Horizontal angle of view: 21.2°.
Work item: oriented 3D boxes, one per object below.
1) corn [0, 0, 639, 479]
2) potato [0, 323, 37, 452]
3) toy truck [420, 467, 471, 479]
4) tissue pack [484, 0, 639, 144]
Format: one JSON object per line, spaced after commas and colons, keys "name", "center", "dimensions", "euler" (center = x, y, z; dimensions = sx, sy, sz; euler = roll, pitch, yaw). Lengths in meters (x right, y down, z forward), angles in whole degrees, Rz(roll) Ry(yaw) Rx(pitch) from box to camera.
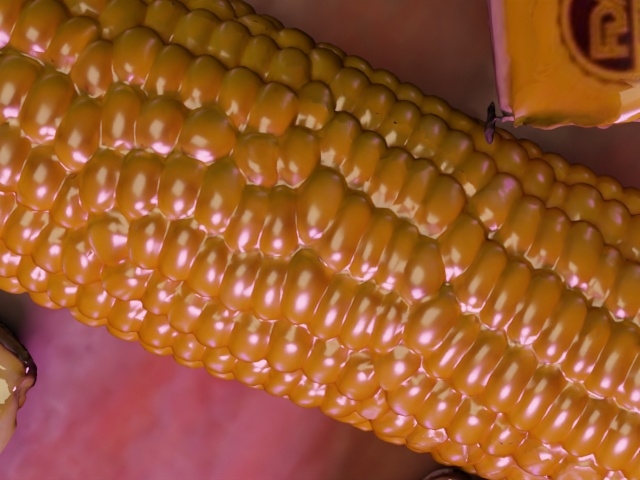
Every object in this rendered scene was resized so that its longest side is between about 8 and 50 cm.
{"name": "corn", "center": [0.000, 0.000, 0.478], "dimensions": [0.305, 0.106, 0.106], "euler": [25, 99, 1]}
{"name": "potato", "center": [-0.176, 0.079, 0.537], "dimensions": [0.198, 0.054, 0.119], "euler": [-40, 90, 5]}
{"name": "toy truck", "center": [0.080, 0.158, 0.492], "dimensions": [0.192, 0.092, 0.083], "euler": [43, 100, 1]}
{"name": "tissue pack", "center": [0.128, -0.167, 0.428], "dimensions": [0.192, 0.134, 0.270], "euler": [-4, 96, 7]}
